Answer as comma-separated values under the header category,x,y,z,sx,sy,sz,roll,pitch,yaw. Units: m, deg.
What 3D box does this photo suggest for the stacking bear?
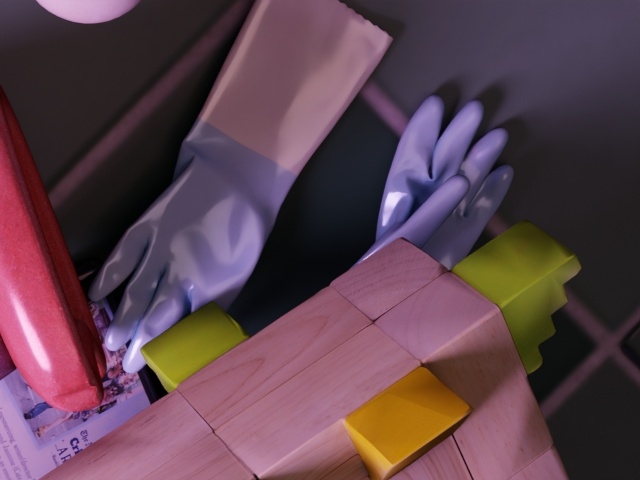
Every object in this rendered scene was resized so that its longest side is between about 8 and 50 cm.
category,x,y,z,sx,sy,sz,roll,pitch,yaw
stacking bear,-0.264,0.042,0.905,0.289,0.175,0.164,-20,95,-4

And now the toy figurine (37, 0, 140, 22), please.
category,x,y,z,sx,sy,sz,roll,pitch,yaw
toy figurine,-0.060,-0.200,0.869,0.213,0.209,0.148,-11,125,-22

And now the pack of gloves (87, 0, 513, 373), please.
category,x,y,z,sx,sy,sz,roll,pitch,yaw
pack of gloves,0.000,0.000,1.036,0.195,0.046,0.232,31,90,-30

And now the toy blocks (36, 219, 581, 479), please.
category,x,y,z,sx,sy,sz,roll,pitch,yaw
toy blocks,-0.007,0.189,0.996,0.381,0.191,0.261,-33,124,-13

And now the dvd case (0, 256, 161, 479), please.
category,x,y,z,sx,sy,sz,roll,pitch,yaw
dvd case,-0.199,0.138,1.031,0.253,0.022,0.180,-25,114,-11
